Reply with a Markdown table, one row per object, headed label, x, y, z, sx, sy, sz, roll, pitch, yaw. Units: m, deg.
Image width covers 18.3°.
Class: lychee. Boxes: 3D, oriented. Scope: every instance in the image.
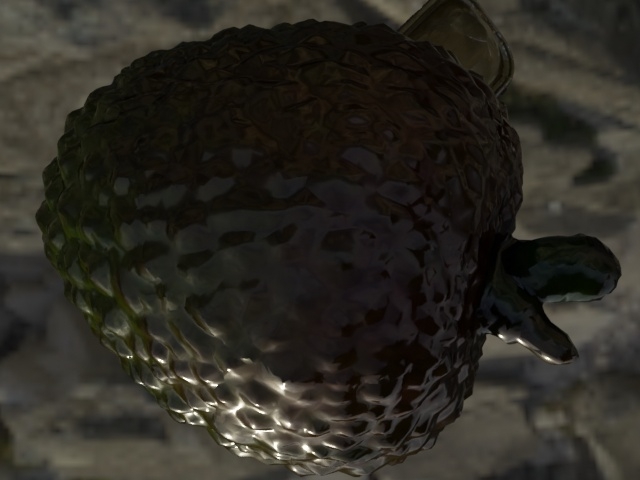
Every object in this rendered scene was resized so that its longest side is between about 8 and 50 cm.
| label | x | y | z | sx | sy | sz | roll | pitch | yaw |
| --- | --- | --- | --- | --- | --- | --- | --- | --- | --- |
| lychee | 0.000 | 0.000 | 0.495 | 0.146 | 0.114 | 0.114 | 17 | 151 | 13 |

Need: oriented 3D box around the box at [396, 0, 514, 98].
| label | x | y | z | sx | sy | sz | roll | pitch | yaw |
| --- | --- | --- | --- | --- | --- | --- | --- | --- | --- |
| box | 0.105 | -0.150 | 1.774 | 0.111 | 0.177 | 0.111 | 20 | 132 | 23 |
